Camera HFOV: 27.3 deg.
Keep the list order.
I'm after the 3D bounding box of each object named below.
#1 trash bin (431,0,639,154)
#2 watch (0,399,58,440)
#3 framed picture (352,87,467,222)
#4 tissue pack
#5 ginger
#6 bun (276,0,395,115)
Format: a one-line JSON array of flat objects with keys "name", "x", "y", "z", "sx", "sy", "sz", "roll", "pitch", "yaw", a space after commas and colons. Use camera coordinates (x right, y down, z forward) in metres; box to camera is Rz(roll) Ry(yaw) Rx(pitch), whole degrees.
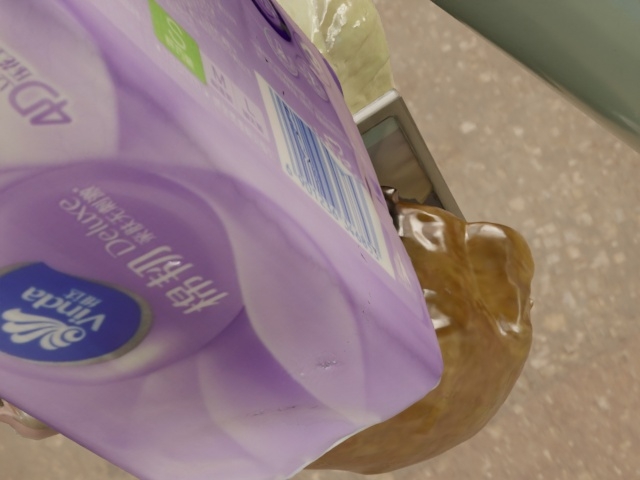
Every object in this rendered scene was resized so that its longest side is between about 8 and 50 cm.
[{"name": "trash bin", "x": 0.238, "y": -0.208, "z": 0.910, "sx": 0.280, "sy": 0.432, "sz": 0.280, "roll": -55, "pitch": 13, "yaw": 20}, {"name": "watch", "x": -0.285, "y": 0.084, "z": 1.542, "sx": 0.253, "sy": 0.241, "sz": 0.162, "roll": -21, "pitch": 51, "yaw": -32}, {"name": "framed picture", "x": 0.000, "y": 0.000, "z": 1.242, "sx": 0.265, "sy": 0.192, "sz": 0.018, "roll": -34, "pitch": 37, "yaw": 0}, {"name": "tissue pack", "x": -0.116, "y": -0.067, "z": 0.531, "sx": 0.160, "sy": 0.338, "sz": 0.242, "roll": -33, "pitch": 46, "yaw": 14}, {"name": "ginger", "x": 0.060, "y": 0.093, "z": 1.091, "sx": 0.200, "sy": 0.223, "sz": 0.269, "roll": -49, "pitch": 19, "yaw": 48}, {"name": "bun", "x": -0.060, "y": -0.183, "z": 1.669, "sx": 0.361, "sy": 0.361, "sz": 0.213, "roll": -32, "pitch": 36, "yaw": 3}]
